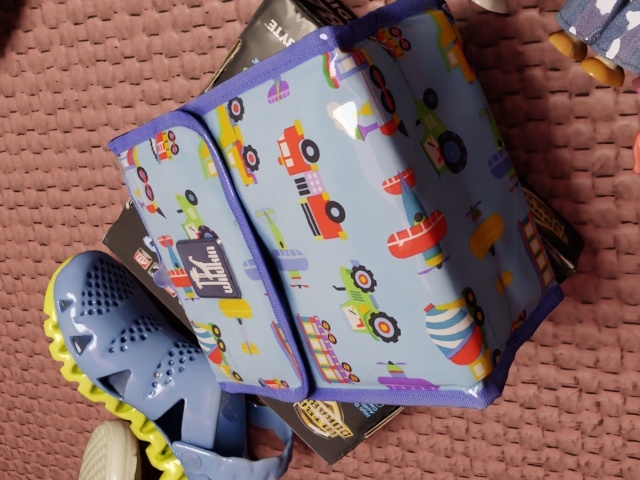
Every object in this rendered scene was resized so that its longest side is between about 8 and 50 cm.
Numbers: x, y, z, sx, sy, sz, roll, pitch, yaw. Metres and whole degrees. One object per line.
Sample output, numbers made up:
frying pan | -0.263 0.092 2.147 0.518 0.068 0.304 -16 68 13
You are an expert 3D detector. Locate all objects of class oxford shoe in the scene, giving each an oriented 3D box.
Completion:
oxford shoe | -0.216 0.407 0.853 0.130 0.169 0.449 -2 107 -20

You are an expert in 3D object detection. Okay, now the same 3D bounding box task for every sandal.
sandal | -0.132 0.137 0.705 0.138 0.126 0.317 -28 105 28

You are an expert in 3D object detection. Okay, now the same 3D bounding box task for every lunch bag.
lunch bag | -0.021 -0.007 0.516 0.293 0.138 0.221 -14 106 42

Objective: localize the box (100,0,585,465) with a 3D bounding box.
box | 0.000 0.000 0.605 0.295 0.073 0.293 44 123 4

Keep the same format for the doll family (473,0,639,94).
doll family | 0.168 -0.182 0.400 0.263 0.118 0.163 41 121 20

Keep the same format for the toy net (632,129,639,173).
toy net | 0.268 -0.010 0.485 0.122 0.045 0.232 4 112 25
